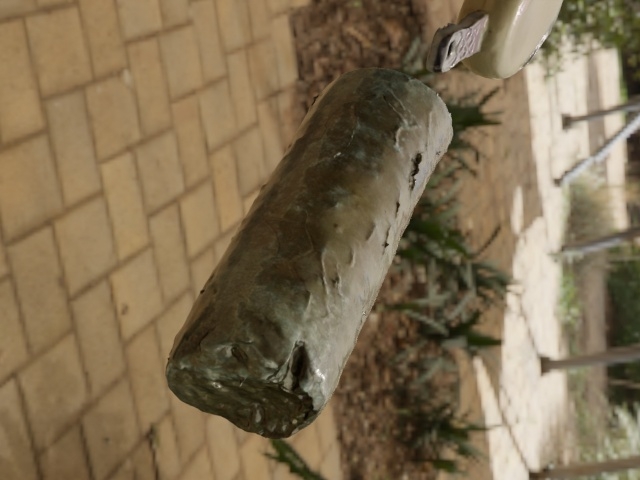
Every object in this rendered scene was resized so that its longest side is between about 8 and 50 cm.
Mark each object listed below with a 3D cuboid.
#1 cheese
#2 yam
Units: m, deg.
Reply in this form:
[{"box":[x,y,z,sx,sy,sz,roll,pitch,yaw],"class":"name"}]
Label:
[{"box":[0.127,-0.158,0.853,0.171,0.047,0.092,-47,152,-31],"class":"cheese"},{"box":[0.000,0.000,0.658,0.259,0.093,0.093,-63,145,-43],"class":"yam"}]
